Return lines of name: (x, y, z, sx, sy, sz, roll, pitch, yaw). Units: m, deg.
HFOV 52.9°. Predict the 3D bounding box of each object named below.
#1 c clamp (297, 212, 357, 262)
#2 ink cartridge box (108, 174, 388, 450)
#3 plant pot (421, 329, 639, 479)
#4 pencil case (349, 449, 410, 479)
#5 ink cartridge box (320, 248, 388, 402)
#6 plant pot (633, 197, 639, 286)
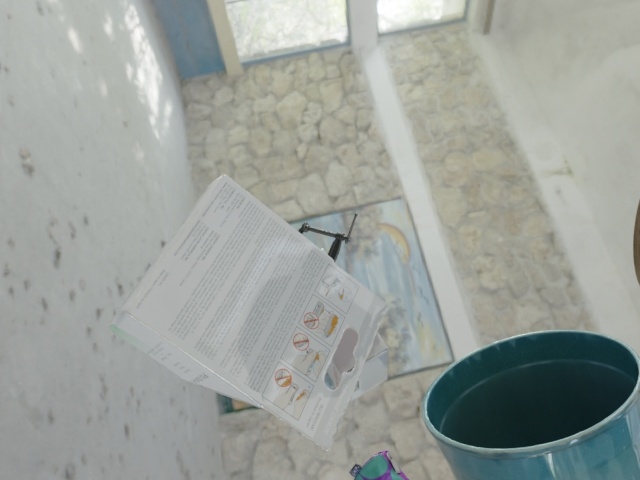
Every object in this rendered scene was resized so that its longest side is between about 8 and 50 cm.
c clamp: (0.000, 0.000, 1.391, 0.022, 0.161, 0.137, 30, 74, -50)
ink cartridge box: (-0.057, 0.070, 0.622, 0.056, 0.225, 0.181, -33, -157, 50)
plant pot: (0.300, 0.292, 0.831, 0.271, 0.272, 0.255, -107, 176, -77)
pencil case: (0.103, 0.304, 0.720, 0.152, 0.064, 0.070, 34, -73, 35)
ink cartridge box: (0.018, 0.103, 0.760, 0.150, 0.063, 0.109, 57, -12, 28)
plant pot: (0.579, -0.020, 0.980, 0.110, 0.237, 0.237, 13, -59, 45)
